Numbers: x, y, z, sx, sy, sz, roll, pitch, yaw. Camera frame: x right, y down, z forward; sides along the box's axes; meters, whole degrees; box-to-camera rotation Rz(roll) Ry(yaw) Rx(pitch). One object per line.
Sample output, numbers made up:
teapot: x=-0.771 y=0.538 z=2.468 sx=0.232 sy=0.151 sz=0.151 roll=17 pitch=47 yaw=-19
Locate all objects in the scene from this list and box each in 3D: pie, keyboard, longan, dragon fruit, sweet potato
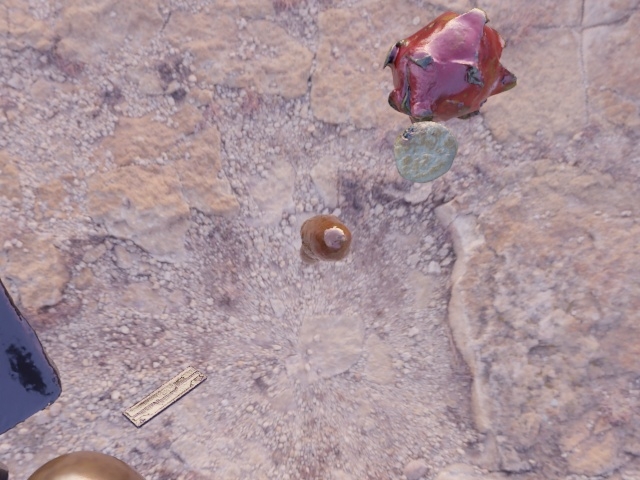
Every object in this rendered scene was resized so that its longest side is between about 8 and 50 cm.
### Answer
pie: x=0.135 y=-0.114 z=0.736 sx=0.085 sy=0.017 sz=0.085 roll=0 pitch=89 yaw=20
keyboard: x=-0.279 y=0.279 z=1.030 sx=0.053 sy=0.010 sz=0.155 roll=25 pitch=40 yaw=33
longan: x=-0.315 y=0.364 z=0.770 sx=0.184 sy=0.204 sz=0.159 roll=14 pitch=98 yaw=-14
dragon fruit: x=0.228 y=-0.279 z=0.984 sx=0.198 sy=0.269 sz=0.200 roll=29 pitch=103 yaw=27
sweet potato: x=0.000 y=0.000 z=1.267 sx=0.109 sy=0.385 sz=0.109 roll=1 pitch=86 yaw=-10

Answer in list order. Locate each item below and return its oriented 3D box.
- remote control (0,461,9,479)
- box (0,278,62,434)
remote control: x=-0.291 y=0.209 z=0.505 sx=0.016 sy=0.091 sz=0.034 roll=24 pitch=59 yaw=-6
box: x=-0.711 y=0.235 z=1.055 sx=0.359 sy=0.091 sz=0.350 roll=-31 pitch=107 yaw=-18
